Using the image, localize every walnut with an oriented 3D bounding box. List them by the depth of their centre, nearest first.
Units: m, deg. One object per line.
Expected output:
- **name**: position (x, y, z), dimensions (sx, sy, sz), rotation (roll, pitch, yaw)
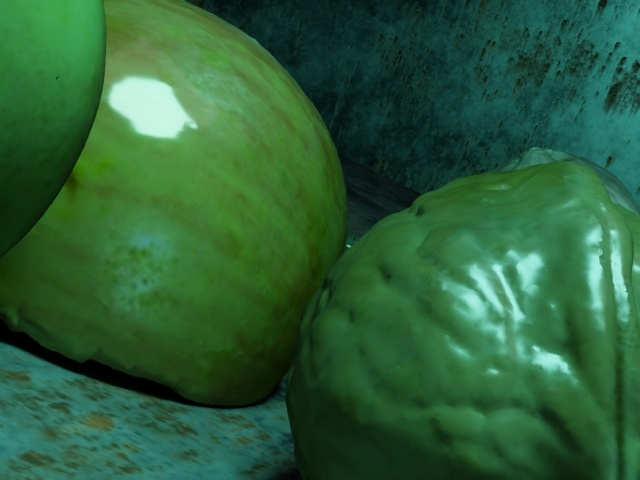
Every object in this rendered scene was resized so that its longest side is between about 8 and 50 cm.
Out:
- **walnut**: position (0.123, 0.092, 0.706), dimensions (0.277, 0.252, 0.313), rotation (36, 9, -10)

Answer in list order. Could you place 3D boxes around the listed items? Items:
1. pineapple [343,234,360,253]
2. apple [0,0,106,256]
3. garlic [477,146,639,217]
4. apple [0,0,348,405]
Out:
- **pineapple**: position (0.000, 0.000, 1.385), dimensions (0.277, 0.119, 0.130), rotation (21, -10, -32)
- **apple**: position (-0.282, -0.113, 0.659), dimensions (0.319, 0.319, 0.277), rotation (29, 7, 27)
- **garlic**: position (0.318, -0.008, 1.780), dimensions (0.317, 0.259, 0.317), rotation (0, 6, 0)
- **apple**: position (-0.131, -0.024, 0.915), dimensions (0.309, 0.314, 0.252), rotation (24, -33, -3)
